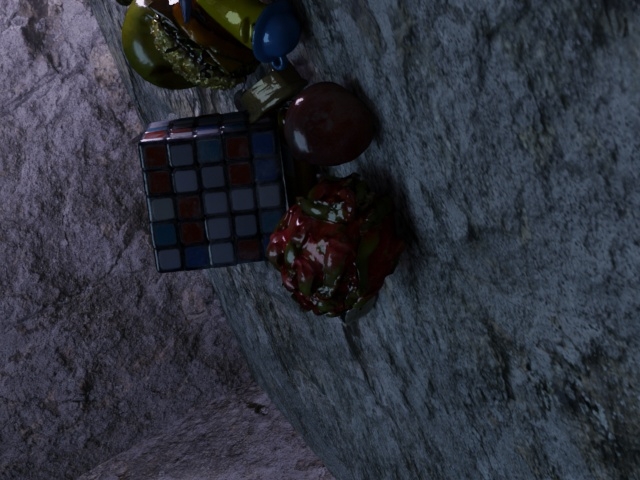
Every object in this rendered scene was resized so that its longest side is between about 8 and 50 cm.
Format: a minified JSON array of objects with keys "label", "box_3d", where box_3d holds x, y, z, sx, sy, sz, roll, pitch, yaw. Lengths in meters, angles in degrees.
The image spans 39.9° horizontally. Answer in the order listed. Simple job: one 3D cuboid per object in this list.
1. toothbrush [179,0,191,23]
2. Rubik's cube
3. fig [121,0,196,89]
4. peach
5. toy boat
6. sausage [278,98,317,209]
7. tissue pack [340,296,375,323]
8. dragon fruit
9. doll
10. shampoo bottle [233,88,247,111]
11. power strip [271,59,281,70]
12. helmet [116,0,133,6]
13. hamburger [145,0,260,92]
[{"label":"toothbrush","box_3d":[-0.232,-0.581,1.501,0.035,0.042,0.413,18,110,55]},{"label":"Rubik's cube","box_3d":[-0.223,-0.116,1.908,0.287,0.291,0.293,-110,15,-73]},{"label":"fig","box_3d":[-0.321,-0.453,1.955,0.239,0.239,0.271,66,173,-15]},{"label":"peach","box_3d":[0.010,-0.189,1.526,0.152,0.152,0.152,54,163,26]},{"label":"toy boat","box_3d":[-0.090,-0.291,1.707,0.061,0.116,0.188,56,165,-6]},{"label":"sausage","box_3d":[-0.048,-0.164,1.874,0.082,0.082,0.371,52,161,32]},{"label":"tissue pack","box_3d":[0.046,0.094,1.991,0.170,0.090,0.103,58,164,22]},{"label":"dragon fruit","box_3d":[0.032,0.008,1.633,0.231,0.237,0.303,49,143,9]},{"label":"doll","box_3d":[-0.161,-0.465,1.597,0.363,0.145,0.199,58,145,-1]},{"label":"shampoo bottle","box_3d":[-0.150,-0.276,2.074,0.165,0.040,0.080,59,163,14]},{"label":"power strip","box_3d":[-0.088,-0.353,1.791,0.027,0.017,0.083,52,163,27]},{"label":"helmet","box_3d":[-0.418,-0.683,2.065,0.204,0.137,0.258,-73,-20,-54]},{"label":"hamburger","box_3d":[-0.228,-0.383,1.719,0.243,0.139,0.261,41,-155,4]}]
